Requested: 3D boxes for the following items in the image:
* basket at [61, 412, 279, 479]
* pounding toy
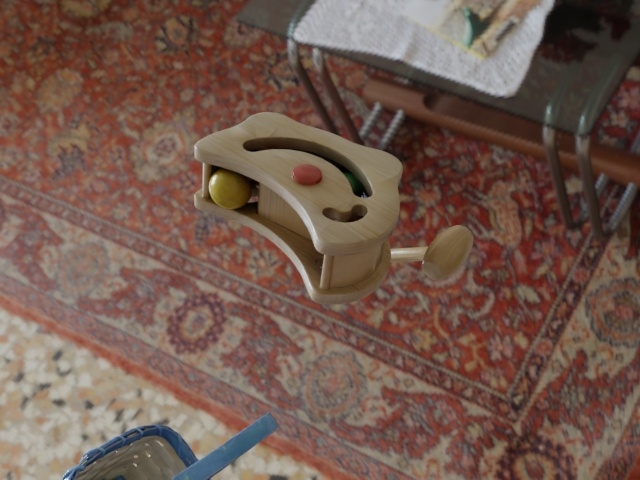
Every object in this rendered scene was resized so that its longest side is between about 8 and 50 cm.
[{"bbox_3d":[-0.202,0.328,1.306,0.289,0.255,0.201,-44,78,30],"label":"basket"},{"bbox_3d":[0.000,0.000,1.019,0.270,0.154,0.154,22,44,16],"label":"pounding toy"}]
